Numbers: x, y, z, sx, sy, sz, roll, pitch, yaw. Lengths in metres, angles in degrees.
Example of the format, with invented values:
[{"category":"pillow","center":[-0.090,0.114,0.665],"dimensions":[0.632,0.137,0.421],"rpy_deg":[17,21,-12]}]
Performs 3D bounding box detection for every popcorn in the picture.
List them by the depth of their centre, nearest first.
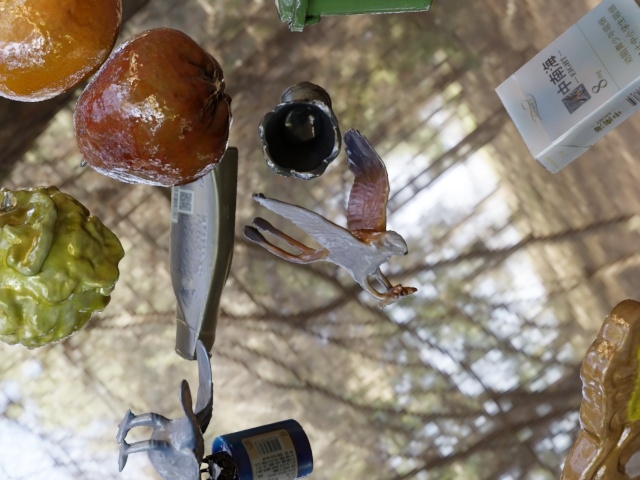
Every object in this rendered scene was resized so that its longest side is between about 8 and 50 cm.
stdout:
[{"category":"popcorn","center":[-0.363,0.023,1.735],"dimensions":[0.181,0.235,0.217],"rpy_deg":[-51,-55,-41]}]

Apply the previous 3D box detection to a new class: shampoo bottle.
[{"category":"shampoo bottle","center":[-0.088,0.299,1.903],"dimensions":[0.183,0.050,0.087],"rpy_deg":[-6,-106,-48]},{"category":"shampoo bottle","center":[-0.195,0.018,2.268],"dimensions":[0.084,0.350,0.125],"rpy_deg":[-2,-173,-45]}]

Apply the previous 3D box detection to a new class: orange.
[{"category":"orange","center":[-0.351,-0.275,1.740],"dimensions":[0.224,0.224,0.170],"rpy_deg":[59,-173,26]}]

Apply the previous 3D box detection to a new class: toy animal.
[{"category":"toy animal","center":[-0.168,0.257,1.749],"dimensions":[0.176,0.255,0.239],"rpy_deg":[14,-130,-17]},{"category":"toy animal","center":[0.017,0.016,2.341],"dimensions":[0.302,0.284,0.225],"rpy_deg":[47,-124,8]}]

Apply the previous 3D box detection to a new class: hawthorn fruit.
[{"category":"hawthorn fruit","center":[-0.253,-0.175,2.008],"dimensions":[0.224,0.261,0.224],"rpy_deg":[55,-158,-35]}]

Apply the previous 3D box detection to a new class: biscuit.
[{"category":"biscuit","center":[0.281,0.162,1.224],"dimensions":[0.186,0.295,0.044],"rpy_deg":[-26,-137,-32]}]

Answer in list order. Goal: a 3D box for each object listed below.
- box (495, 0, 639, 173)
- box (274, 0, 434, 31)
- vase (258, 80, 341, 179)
[{"category":"box","center":[0.383,-0.229,1.997],"dimensions":[0.067,0.243,0.155],"rpy_deg":[29,-149,-45]},{"category":"box","center":[0.033,-0.381,1.487],"dimensions":[0.178,0.253,0.328],"rpy_deg":[3,-149,-5]},{"category":"vase","center":[-0.024,-0.163,1.934],"dimensions":[0.115,0.115,0.237],"rpy_deg":[48,-170,-10]}]
